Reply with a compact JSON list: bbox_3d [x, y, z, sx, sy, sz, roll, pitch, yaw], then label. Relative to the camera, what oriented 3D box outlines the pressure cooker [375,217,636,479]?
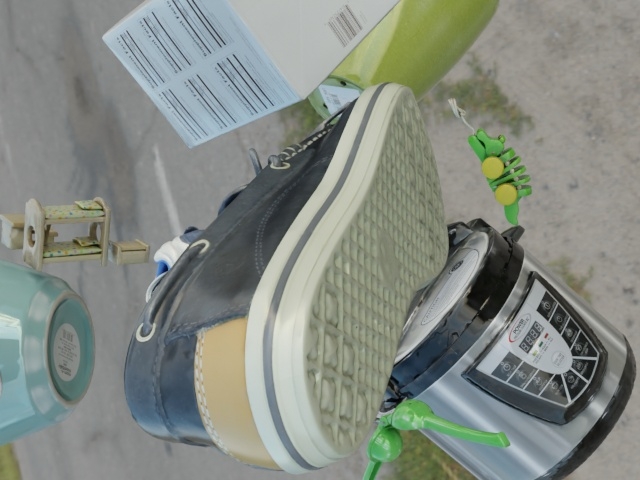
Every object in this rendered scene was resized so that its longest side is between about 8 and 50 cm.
[{"bbox_3d":[0.273,0.188,1.578,0.420,0.370,0.375,41,114,-5],"label":"pressure cooker"}]

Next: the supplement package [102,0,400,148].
[{"bbox_3d":[-0.067,-0.222,0.908,0.203,0.194,0.149,-12,121,51],"label":"supplement package"}]

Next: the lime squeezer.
[{"bbox_3d":[0.114,0.272,1.189,0.110,0.059,0.310,53,130,7],"label":"lime squeezer"}]

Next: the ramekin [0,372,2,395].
[{"bbox_3d":[-0.482,0.099,0.973,0.277,0.277,0.135,123,145,-50],"label":"ramekin"}]

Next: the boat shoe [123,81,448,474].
[{"bbox_3d":[0.000,0.000,0.738,0.155,0.500,0.187,-9,113,23],"label":"boat shoe"}]

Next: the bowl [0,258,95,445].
[{"bbox_3d":[-0.458,0.169,1.409,0.311,0.163,0.312,-4,-90,-80],"label":"bowl"}]

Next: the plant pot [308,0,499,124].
[{"bbox_3d":[0.102,-0.318,1.440,0.274,0.294,0.275,24,156,12],"label":"plant pot"}]

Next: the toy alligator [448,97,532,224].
[{"bbox_3d":[0.230,-0.110,1.184,0.190,0.051,0.056,62,-166,-11],"label":"toy alligator"}]

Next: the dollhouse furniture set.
[{"bbox_3d":[-0.382,-0.030,1.422,0.161,0.181,0.101,24,112,48],"label":"dollhouse furniture set"}]

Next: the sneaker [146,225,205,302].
[{"bbox_3d":[-0.254,0.124,1.949,0.130,0.236,0.323,-129,30,-53],"label":"sneaker"}]
